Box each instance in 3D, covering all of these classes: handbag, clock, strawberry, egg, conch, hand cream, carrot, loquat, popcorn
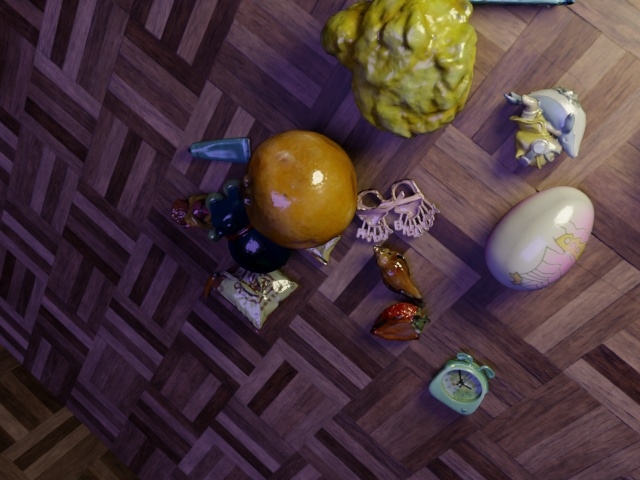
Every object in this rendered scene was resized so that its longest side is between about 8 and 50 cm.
[{"bbox_3d":[-0.212,0.155,1.520,0.235,0.127,0.213,42,83,11],"label":"handbag"},{"bbox_3d":[0.425,0.420,1.363,0.148,0.060,0.188,33,120,11],"label":"clock"},{"bbox_3d":[0.237,0.240,1.367,0.140,0.085,0.192,18,144,-2],"label":"strawberry"},{"bbox_3d":[0.514,-0.001,1.076,0.196,0.196,0.271,48,120,1],"label":"egg"},{"bbox_3d":[0.221,0.109,1.327,0.086,0.080,0.233,-13,105,37],"label":"conch"},{"bbox_3d":[-0.322,-0.288,1.457,0.224,0.048,0.083,5,112,17],"label":"hand cream"},{"bbox_3d":[-0.403,0.163,1.677,0.035,0.035,0.142,40,129,7],"label":"carrot"},{"bbox_3d":[-0.056,-0.134,1.221,0.328,0.328,0.328,9,114,22],"label":"loquat"},{"bbox_3d":[0.186,-0.394,1.024,0.292,0.293,0.334,-25,101,1],"label":"popcorn"}]

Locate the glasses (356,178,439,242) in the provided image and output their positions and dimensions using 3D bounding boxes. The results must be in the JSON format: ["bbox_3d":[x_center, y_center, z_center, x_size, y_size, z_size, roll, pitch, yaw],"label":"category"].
[{"bbox_3d":[0.194,-0.068,1.263,0.255,0.095,0.162,-11,109,32],"label":"glasses"}]

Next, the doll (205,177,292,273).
[{"bbox_3d":[-0.207,-0.019,1.381,0.198,0.186,0.322,-36,125,20],"label":"doll"}]

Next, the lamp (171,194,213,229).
[{"bbox_3d":[-0.370,-0.094,1.516,0.253,0.118,0.118,-2,109,20],"label":"lamp"}]

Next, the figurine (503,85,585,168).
[{"bbox_3d":[0.493,-0.259,1.028,0.208,0.128,0.184,45,125,13],"label":"figurine"}]

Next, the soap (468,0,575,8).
[{"bbox_3d":[0.395,-0.580,0.969,0.293,0.077,0.156,15,116,21],"label":"soap"}]

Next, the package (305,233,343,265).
[{"bbox_3d":[-0.001,0.002,1.420,0.108,0.031,0.121,32,115,11],"label":"package"}]
